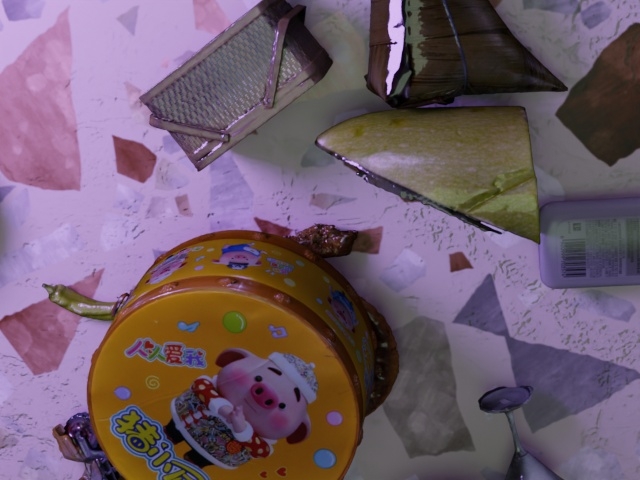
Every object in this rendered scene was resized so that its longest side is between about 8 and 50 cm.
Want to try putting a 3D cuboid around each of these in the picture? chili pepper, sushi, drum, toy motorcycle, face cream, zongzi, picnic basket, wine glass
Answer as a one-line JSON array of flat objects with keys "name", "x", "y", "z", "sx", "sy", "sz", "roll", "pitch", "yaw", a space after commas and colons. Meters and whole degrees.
[{"name": "chili pepper", "x": -0.363, "y": 0.110, "z": 1.901, "sx": 0.208, "sy": 0.043, "sz": 0.048, "roll": 10, "pitch": 85, "yaw": -1}, {"name": "sushi", "x": 0.000, "y": -0.001, "z": 1.806, "sx": 0.118, "sy": 0.061, "sz": 0.060, "roll": -8, "pitch": 100, "yaw": -11}, {"name": "drum", "x": -0.130, "y": 0.208, "z": 1.726, "sx": 0.431, "sy": 0.214, "sz": 0.431, "roll": 3, "pitch": 114, "yaw": 6}, {"name": "toy motorcycle", "x": -0.405, "y": 0.417, "z": 1.986, "sx": 0.130, "sy": 0.094, "sz": 0.229, "roll": -22, "pitch": 96, "yaw": 18}, {"name": "face cream", "x": 0.479, "y": 0.000, "z": 1.731, "sx": 0.291, "sy": 0.071, "sz": 0.143, "roll": -5, "pitch": 109, "yaw": 10}, {"name": "zongzi", "x": 0.219, "y": -0.333, "z": 1.630, "sx": 0.300, "sy": 0.138, "sz": 0.286, "roll": 0, "pitch": 102, "yaw": -7}, {"name": "picnic basket", "x": -0.119, "y": -0.239, "z": 1.676, "sx": 0.267, "sy": 0.165, "sz": 0.139, "roll": -35, "pitch": 101, "yaw": 17}, {"name": "wine glass", "x": 0.325, "y": 0.334, "z": 1.852, "sx": 0.122, "sy": 0.122, "sz": 0.182, "roll": -13, "pitch": 104, "yaw": 12}]

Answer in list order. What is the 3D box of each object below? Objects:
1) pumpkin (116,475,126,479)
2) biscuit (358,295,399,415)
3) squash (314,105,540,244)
[{"name": "pumpkin", "x": -0.236, "y": 0.530, "z": 1.934, "sx": 0.139, "sy": 0.222, "sz": 0.317, "roll": -16, "pitch": 107, "yaw": 12}, {"name": "biscuit", "x": -0.038, "y": 0.176, "z": 1.857, "sx": 0.334, "sy": 0.081, "sz": 0.289, "roll": 31, "pitch": 115, "yaw": -5}, {"name": "squash", "x": 0.152, "y": -0.090, "z": 1.659, "sx": 0.309, "sy": 0.233, "sz": 0.210, "roll": -6, "pitch": 99, "yaw": 7}]
